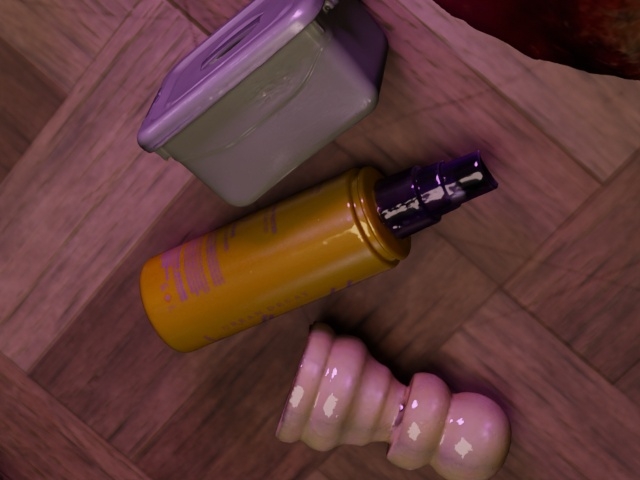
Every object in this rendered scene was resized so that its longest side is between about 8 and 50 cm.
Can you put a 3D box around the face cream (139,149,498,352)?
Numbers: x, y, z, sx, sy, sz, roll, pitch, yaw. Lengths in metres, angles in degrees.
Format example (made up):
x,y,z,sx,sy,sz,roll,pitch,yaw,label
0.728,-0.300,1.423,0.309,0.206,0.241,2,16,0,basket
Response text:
x,y,z,sx,sy,sz,roll,pitch,yaw,label
0.000,0.000,1.175,0.273,0.078,0.078,-23,105,22,face cream

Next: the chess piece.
x,y,z,sx,sy,sz,roll,pitch,yaw,label
0.059,0.129,1.210,0.170,0.094,0.094,19,116,3,chess piece

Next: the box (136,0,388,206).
x,y,z,sx,sy,sz,roll,pitch,yaw,label
-0.031,-0.106,1.120,0.172,0.124,0.093,-36,110,26,box

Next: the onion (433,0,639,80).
x,y,z,sx,sy,sz,roll,pitch,yaw,label
0.169,-0.229,0.840,0.398,0.420,0.398,9,129,11,onion
